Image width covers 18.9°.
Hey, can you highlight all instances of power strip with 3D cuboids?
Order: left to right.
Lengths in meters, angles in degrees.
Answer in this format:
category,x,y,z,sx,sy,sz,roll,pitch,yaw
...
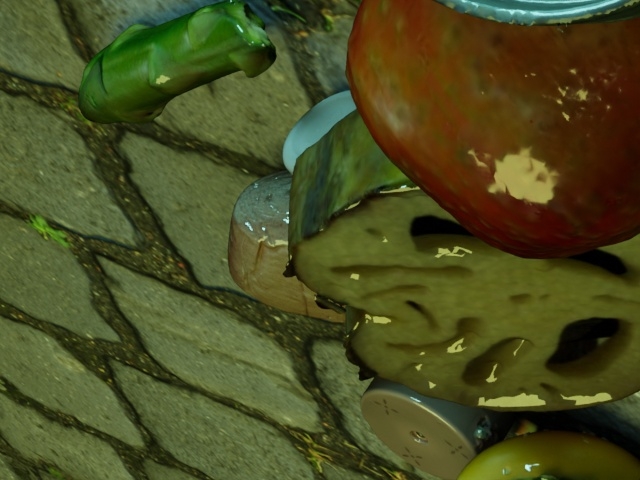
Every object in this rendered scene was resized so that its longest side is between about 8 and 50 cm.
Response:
category,x,y,z,sx,sy,sz,roll,pitch,yaw
power strip,0.124,0.179,2.010,0.154,0.078,0.154,28,151,17

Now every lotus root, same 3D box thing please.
category,x,y,z,sx,sy,sz,roll,pitch,yaw
lotus root,0.162,0.016,1.518,0.375,0.111,0.390,5,149,14

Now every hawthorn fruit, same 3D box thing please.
category,x,y,z,sx,sy,sz,roll,pitch,yaw
hawthorn fruit,0.149,-0.129,1.227,0.300,0.275,0.275,41,159,24

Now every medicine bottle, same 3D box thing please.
category,x,y,z,sx,sy,sz,roll,pitch,yaw
medicine bottle,0.049,-0.043,1.685,0.105,0.105,0.168,6,142,48

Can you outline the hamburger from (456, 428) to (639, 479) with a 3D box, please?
category,x,y,z,sx,sy,sz,roll,pitch,yaw
hamburger,0.234,0.285,1.924,0.246,0.170,0.246,4,150,2

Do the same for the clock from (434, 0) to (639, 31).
category,x,y,z,sx,sy,sz,roll,pitch,yaw
clock,0.121,-0.272,1.021,0.325,0.067,0.325,9,108,30

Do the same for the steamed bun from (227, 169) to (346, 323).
category,x,y,z,sx,sy,sz,roll,pitch,yaw
steamed bun,0.000,0.000,1.835,0.175,0.106,0.145,18,147,7

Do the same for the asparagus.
category,x,y,z,sx,sy,sz,roll,pitch,yaw
asparagus,-0.124,-0.164,1.723,0.082,0.085,0.343,41,154,-18
